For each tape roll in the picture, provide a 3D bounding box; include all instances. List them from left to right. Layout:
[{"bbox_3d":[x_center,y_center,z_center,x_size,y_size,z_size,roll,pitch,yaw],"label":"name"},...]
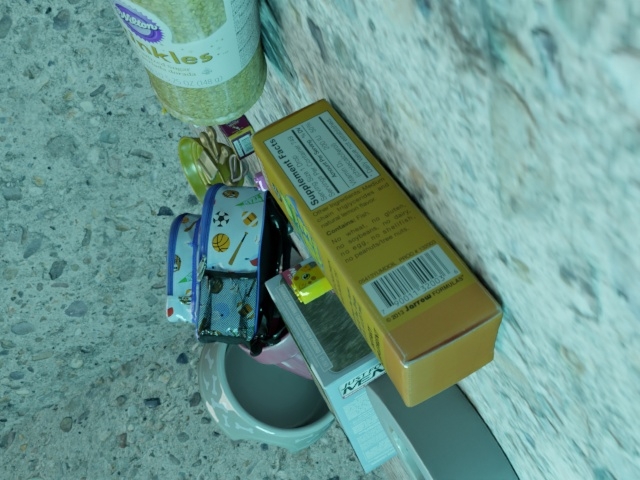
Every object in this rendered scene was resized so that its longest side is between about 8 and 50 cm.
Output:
[{"bbox_3d":[0.134,0.233,0.678,0.219,0.072,0.219,58,172,13],"label":"tape roll"}]

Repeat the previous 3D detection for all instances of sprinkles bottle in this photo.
[{"bbox_3d":[-0.107,-0.206,0.475,0.121,0.121,0.355,60,173,9],"label":"sprinkles bottle"}]

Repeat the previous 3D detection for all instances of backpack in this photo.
[{"bbox_3d":[-0.148,0.033,1.084,0.276,0.213,0.264,-129,49,-84],"label":"backpack"}]

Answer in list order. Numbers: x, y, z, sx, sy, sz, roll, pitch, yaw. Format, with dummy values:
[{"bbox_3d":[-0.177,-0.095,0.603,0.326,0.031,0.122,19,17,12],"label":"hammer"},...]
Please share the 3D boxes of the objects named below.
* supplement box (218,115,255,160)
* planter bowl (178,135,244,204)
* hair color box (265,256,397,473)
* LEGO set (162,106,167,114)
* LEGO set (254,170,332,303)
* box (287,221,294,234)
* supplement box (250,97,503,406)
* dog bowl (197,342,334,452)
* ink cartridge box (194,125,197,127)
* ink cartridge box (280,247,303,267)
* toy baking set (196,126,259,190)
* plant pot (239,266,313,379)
[{"bbox_3d":[-0.141,-0.184,1.053,0.083,0.043,0.055,56,173,33],"label":"supplement box"},{"bbox_3d":[-0.246,-0.168,1.527,0.217,0.090,0.217,39,148,31],"label":"planter bowl"},{"bbox_3d":[0.045,0.197,0.967,0.185,0.113,0.375,55,170,36],"label":"hair color box"},{"bbox_3d":[-0.260,-0.315,1.288,0.287,0.107,0.132,-132,49,-76],"label":"LEGO set"},{"bbox_3d":[0.000,0.000,0.618,0.227,0.093,0.087,51,168,50],"label":"LEGO set"},{"bbox_3d":[-0.083,-0.052,1.243,0.083,0.018,0.067,63,172,-12],"label":"box"},{"bbox_3d":[0.032,-0.001,0.470,0.233,0.080,0.078,58,170,35],"label":"supplement box"},{"bbox_3d":[-0.090,0.288,1.406,0.349,0.348,0.102,59,147,15],"label":"dog bowl"},{"bbox_3d":[-0.219,-0.290,1.018,0.203,0.085,0.148,49,166,53],"label":"ink cartridge box"},{"bbox_3d":[-0.061,0.052,1.445,0.232,0.066,0.189,41,178,-19],"label":"ink cartridge box"},{"bbox_3d":[-0.198,-0.131,1.349,0.256,0.030,0.197,41,149,31],"label":"toy baking set"},{"bbox_3d":[-0.047,0.185,1.296,0.180,0.201,0.201,48,-179,-35],"label":"plant pot"}]
